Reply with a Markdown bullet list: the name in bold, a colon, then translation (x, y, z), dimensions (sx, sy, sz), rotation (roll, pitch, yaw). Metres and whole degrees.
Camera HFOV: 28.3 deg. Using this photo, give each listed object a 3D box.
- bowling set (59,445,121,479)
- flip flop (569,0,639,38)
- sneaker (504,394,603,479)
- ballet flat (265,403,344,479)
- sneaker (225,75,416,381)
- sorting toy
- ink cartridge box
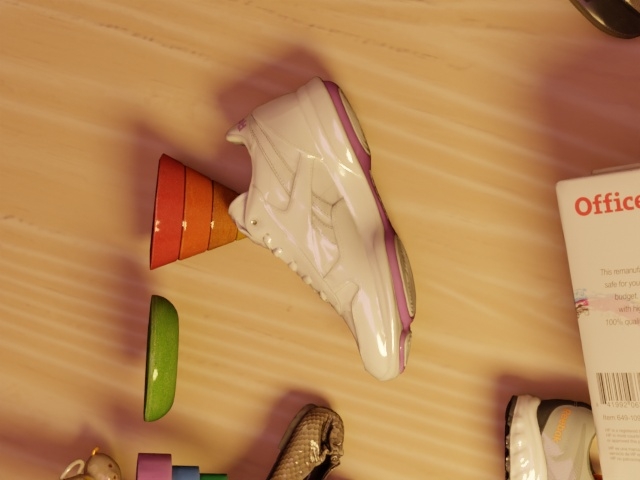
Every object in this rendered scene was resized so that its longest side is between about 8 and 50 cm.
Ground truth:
- **bowling set**: translation (-0.178, 0.368, 1.281), dimensions (0.200, 0.154, 0.287), rotation (2, 108, 30)
- **flip flop**: translation (0.226, -0.309, 1.195), dimensions (0.112, 0.080, 0.277), rotation (-41, 99, 8)
- **sneaker**: translation (0.235, 0.284, 1.220), dimensions (0.108, 0.100, 0.271), rotation (-2, 93, 9)
- **ballet flat**: translation (-0.043, 0.283, 1.273), dimensions (0.058, 0.084, 0.250), rotation (24, 80, 27)
- **sneaker**: translation (0.000, 0.000, 1.250), dimensions (0.152, 0.114, 0.305), rotation (-20, 79, 9)
- **sorting toy**: translation (-0.115, 0.096, 1.280), dimensions (0.126, 0.127, 0.365), rotation (3, 82, -10)
- **ink cartridge box**: translation (0.355, 0.056, 1.086), dimensions (0.198, 0.197, 0.270), rotation (-7, 93, 50)
